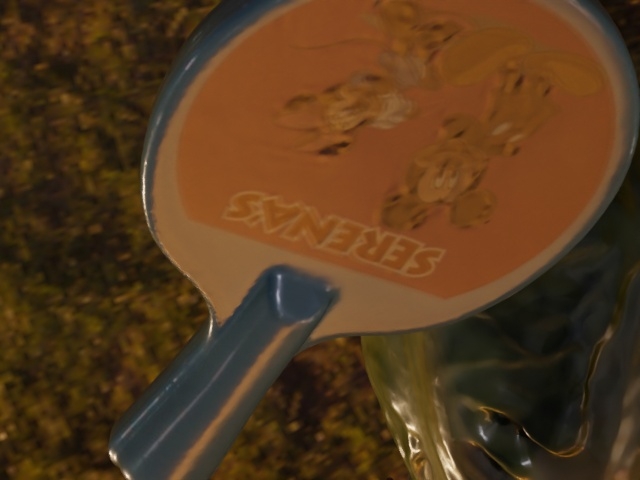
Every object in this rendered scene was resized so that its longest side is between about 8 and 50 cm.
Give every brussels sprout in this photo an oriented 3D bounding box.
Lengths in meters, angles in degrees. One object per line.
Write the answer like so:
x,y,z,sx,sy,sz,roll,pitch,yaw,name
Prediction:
0.132,0.051,1.063,0.219,0.210,0.271,8,76,-9,brussels sprout

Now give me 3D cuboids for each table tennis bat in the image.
0.000,0.000,0.610,0.244,0.153,0.040,-53,30,33,table tennis bat

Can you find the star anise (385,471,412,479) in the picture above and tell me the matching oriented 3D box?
0.050,0.286,1.405,0.283,0.129,0.212,-38,80,6,star anise
